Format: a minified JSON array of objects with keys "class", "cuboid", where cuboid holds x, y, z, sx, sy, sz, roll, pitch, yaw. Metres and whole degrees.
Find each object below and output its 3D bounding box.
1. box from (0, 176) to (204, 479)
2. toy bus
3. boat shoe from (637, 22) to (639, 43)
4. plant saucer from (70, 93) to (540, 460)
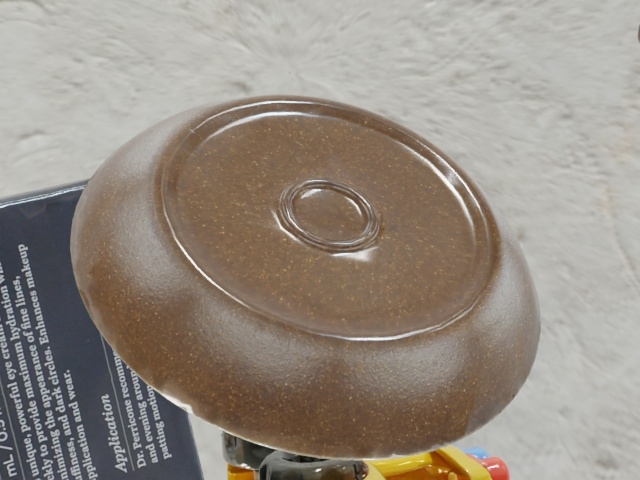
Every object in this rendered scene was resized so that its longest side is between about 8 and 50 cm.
[{"class":"box","cuboid":[-0.237,0.163,0.891,0.312,0.179,0.343,-15,93,-37]},{"class":"toy bus","cuboid":[0.051,0.190,1.082,0.211,0.220,0.149,-5,99,-15]},{"class":"boat shoe","cuboid":[0.208,-0.126,0.782,0.073,0.207,0.073,21,118,17]},{"class":"plant saucer","cuboid":[0.000,0.000,0.658,0.198,0.199,0.036,16,133,-3]}]
